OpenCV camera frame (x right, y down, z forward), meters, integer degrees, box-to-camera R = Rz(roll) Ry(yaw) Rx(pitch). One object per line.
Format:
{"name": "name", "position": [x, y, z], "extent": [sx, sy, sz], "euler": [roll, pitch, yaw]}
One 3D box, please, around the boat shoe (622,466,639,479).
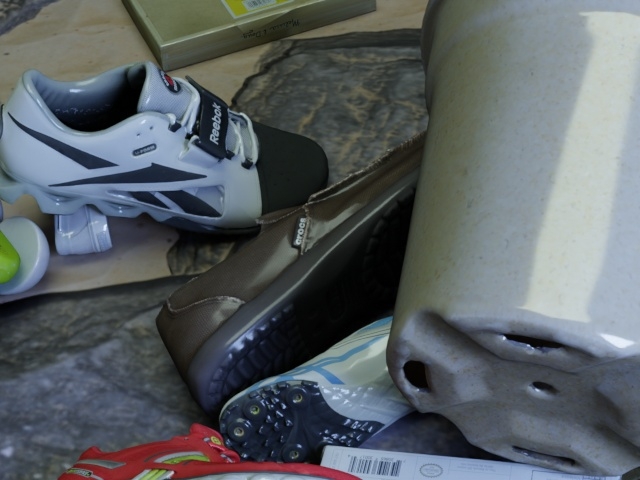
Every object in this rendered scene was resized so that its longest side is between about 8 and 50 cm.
{"name": "boat shoe", "position": [0.268, 0.211, 0.947], "extent": [0.056, 0.048, 0.153], "euler": [-22, 41, -13]}

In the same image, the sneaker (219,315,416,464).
{"name": "sneaker", "position": [0.028, 0.117, 1.042], "extent": [0.237, 0.085, 0.086], "euler": [-20, 20, -10]}

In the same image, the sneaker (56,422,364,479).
{"name": "sneaker", "position": [-0.083, 0.182, 0.934], "extent": [0.279, 0.107, 0.118], "euler": [-4, 32, 21]}

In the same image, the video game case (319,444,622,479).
{"name": "video game case", "position": [0.093, 0.249, 0.906], "extent": [0.232, 0.041, 0.210], "euler": [2, 44, 14]}

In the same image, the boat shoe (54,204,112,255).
{"name": "boat shoe", "position": [-0.251, -0.054, 1.251], "extent": [0.063, 0.066, 0.184], "euler": [-14, 54, -10]}

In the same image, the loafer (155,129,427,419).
{"name": "loafer", "position": [0.000, 0.000, 1.115], "extent": [0.366, 0.133, 0.130], "euler": [-36, 52, -28]}

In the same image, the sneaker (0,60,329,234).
{"name": "sneaker", "position": [-0.134, -0.094, 1.178], "extent": [0.331, 0.146, 0.122], "euler": [1, 48, -23]}

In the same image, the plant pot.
{"name": "plant pot", "position": [0.195, -0.010, 0.927], "extent": [0.334, 0.333, 0.305], "euler": [11, 59, 16]}

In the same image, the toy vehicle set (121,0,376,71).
{"name": "toy vehicle set", "position": [-0.089, -0.293, 1.494], "extent": [0.267, 0.035, 0.166], "euler": [-18, 46, -14]}

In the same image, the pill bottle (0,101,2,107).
{"name": "pill bottle", "position": [-0.469, -0.109, 1.249], "extent": [0.283, 0.160, 0.160], "euler": [-26, 48, -21]}

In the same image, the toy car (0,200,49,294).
{"name": "toy car", "position": [-0.355, 0.005, 1.153], "extent": [0.182, 0.159, 0.136], "euler": [35, 91, 33]}
